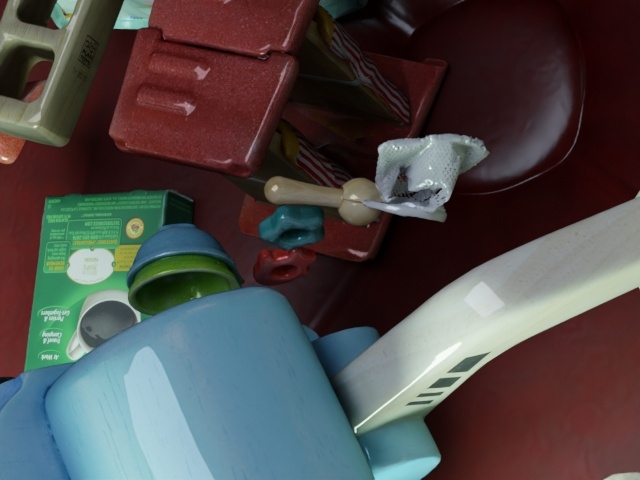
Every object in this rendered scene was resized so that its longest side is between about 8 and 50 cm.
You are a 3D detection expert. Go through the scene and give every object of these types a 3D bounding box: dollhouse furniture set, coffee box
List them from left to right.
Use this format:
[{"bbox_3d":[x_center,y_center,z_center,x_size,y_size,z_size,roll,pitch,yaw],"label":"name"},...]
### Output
[{"bbox_3d":[-0.155,0.057,1.424,0.113,0.040,0.184,-3,75,29],"label":"coffee box"},{"bbox_3d":[-0.133,-0.118,1.333,0.374,0.201,0.152,14,79,27],"label":"dollhouse furniture set"}]

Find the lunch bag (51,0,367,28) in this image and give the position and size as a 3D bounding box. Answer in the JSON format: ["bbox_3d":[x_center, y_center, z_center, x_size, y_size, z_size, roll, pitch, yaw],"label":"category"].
[{"bbox_3d":[-0.076,-0.267,1.395,0.262,0.160,0.223,1,73,20],"label":"lunch bag"}]

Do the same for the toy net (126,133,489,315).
[{"bbox_3d":[0.000,0.000,1.201,0.232,0.122,0.045,-18,60,17],"label":"toy net"}]

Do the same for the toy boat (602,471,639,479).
[{"bbox_3d":[0.246,0.225,1.067,0.318,0.148,0.268,-29,64,23],"label":"toy boat"}]

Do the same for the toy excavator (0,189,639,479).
[{"bbox_3d":[0.011,0.104,1.170,0.445,0.433,0.222,-43,64,46],"label":"toy excavator"}]
